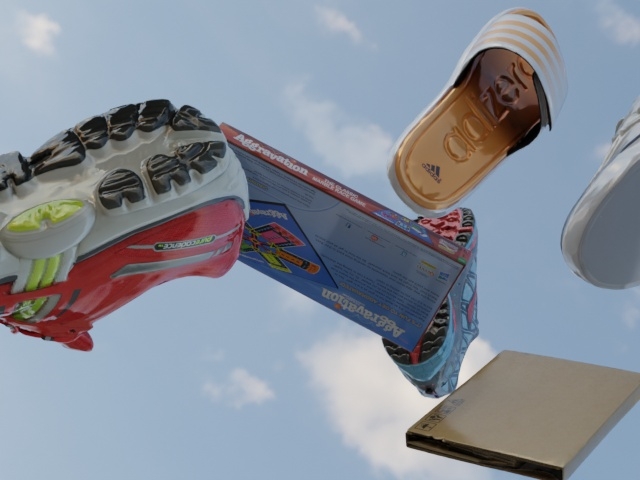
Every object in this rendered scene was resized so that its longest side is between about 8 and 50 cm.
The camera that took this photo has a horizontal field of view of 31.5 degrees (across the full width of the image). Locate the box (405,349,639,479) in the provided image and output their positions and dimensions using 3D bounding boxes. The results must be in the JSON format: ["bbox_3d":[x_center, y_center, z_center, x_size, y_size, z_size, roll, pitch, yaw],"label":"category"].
[{"bbox_3d":[0.203,0.164,1.096,0.164,0.201,0.021,7,-68,36],"label":"box"}]

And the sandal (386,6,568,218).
[{"bbox_3d":[0.155,-0.115,0.954,0.102,0.265,0.076,46,-36,-9],"label":"sandal"}]

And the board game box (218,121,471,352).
[{"bbox_3d":[0.000,0.000,1.165,0.281,0.027,0.145,28,-49,3],"label":"board game box"}]

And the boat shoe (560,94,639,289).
[{"bbox_3d":[0.249,-0.066,0.781,0.084,0.258,0.095,26,-29,59],"label":"boat shoe"}]

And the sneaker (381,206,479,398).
[{"bbox_3d":[0.135,0.073,1.337,0.104,0.262,0.125,-4,-46,26],"label":"sneaker"}]

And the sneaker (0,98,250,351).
[{"bbox_3d":[-0.169,0.023,0.622,0.107,0.279,0.118,-114,-171,-47],"label":"sneaker"}]
